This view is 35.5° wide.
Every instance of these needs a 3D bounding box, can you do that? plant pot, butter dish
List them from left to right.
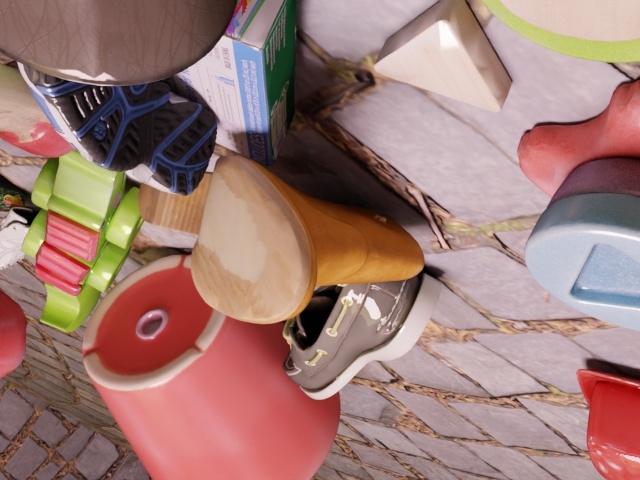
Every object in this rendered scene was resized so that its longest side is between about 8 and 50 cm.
[{"bbox_3d":[-0.144,0.165,1.215,0.275,0.275,0.243,9,146,36],"label":"plant pot"},{"bbox_3d":[0.322,0.211,0.971,0.160,0.118,0.160,12,156,32],"label":"butter dish"}]

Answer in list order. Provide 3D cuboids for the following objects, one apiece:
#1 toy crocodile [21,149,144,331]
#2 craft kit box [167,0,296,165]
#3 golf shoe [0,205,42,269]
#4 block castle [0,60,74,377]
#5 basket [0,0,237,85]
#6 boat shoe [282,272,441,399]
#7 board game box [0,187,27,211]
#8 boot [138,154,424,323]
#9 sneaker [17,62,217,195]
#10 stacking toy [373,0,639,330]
[{"bbox_3d":[-0.269,-0.003,1.107,0.115,0.105,0.340,28,149,-6],"label":"toy crocodile"},{"bbox_3d":[-0.136,-0.148,0.654,0.246,0.061,0.250,21,170,2],"label":"craft kit box"},{"bbox_3d":[-0.381,-0.014,1.244,0.176,0.069,0.086,-11,141,3],"label":"golf shoe"},{"bbox_3d":[-0.445,-0.068,0.882,0.453,0.303,0.213,19,-174,15],"label":"block castle"},{"bbox_3d":[-0.114,-0.205,0.419,0.204,0.154,0.227,48,158,13],"label":"basket"},{"bbox_3d":[0.018,0.086,1.035,0.091,0.109,0.305,29,153,-10],"label":"boat shoe"},{"bbox_3d":[-0.488,-0.068,1.176,0.136,0.030,0.259,6,175,29],"label":"board game box"},{"bbox_3d":[-0.001,0.001,0.767,0.211,0.104,0.295,12,-172,-29],"label":"boot"},{"bbox_3d":[-0.136,-0.082,0.615,0.081,0.080,0.211,20,169,17],"label":"sneaker"},{"bbox_3d":[0.161,-0.043,0.527,0.279,0.130,0.309,27,159,-7],"label":"stacking toy"}]
